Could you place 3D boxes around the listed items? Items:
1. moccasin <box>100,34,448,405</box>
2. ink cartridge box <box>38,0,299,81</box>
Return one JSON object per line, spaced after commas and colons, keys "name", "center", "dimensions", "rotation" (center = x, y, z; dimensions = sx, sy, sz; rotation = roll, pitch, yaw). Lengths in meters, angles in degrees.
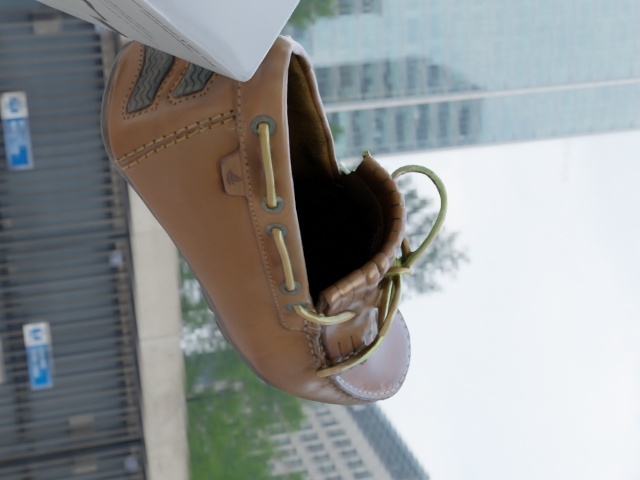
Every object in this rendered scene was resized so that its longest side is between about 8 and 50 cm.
{"name": "moccasin", "center": [0.001, -0.003, 0.833], "dimensions": [0.380, 0.147, 0.139], "rotation": [64, 30, -47]}
{"name": "ink cartridge box", "center": [-0.081, -0.174, 0.572], "dimensions": [0.203, 0.086, 0.148], "rotation": [28, -96, 43]}
